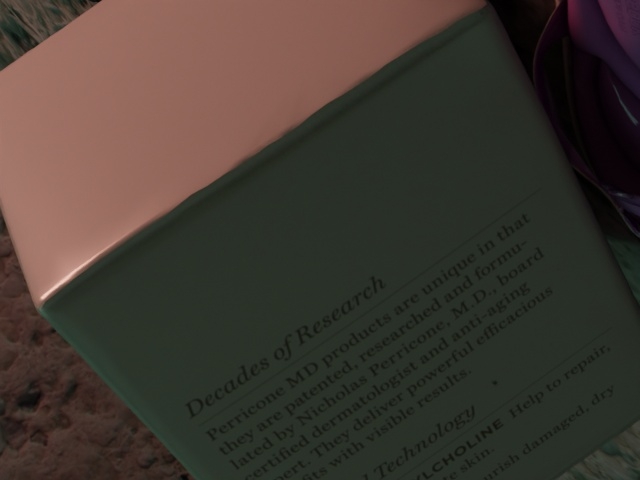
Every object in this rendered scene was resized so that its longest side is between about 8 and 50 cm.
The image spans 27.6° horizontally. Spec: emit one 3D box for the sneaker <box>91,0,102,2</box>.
[{"bbox_3d":[-0.250,-0.322,1.330,0.153,0.094,0.235,35,163,23],"label":"sneaker"}]

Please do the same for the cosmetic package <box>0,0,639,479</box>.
[{"bbox_3d":[0.000,0.000,0.988,0.393,0.327,0.329,55,179,-36],"label":"cosmetic package"}]

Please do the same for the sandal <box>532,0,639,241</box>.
[{"bbox_3d":[0.201,-0.078,0.839,0.169,0.102,0.416,31,160,39],"label":"sandal"}]
